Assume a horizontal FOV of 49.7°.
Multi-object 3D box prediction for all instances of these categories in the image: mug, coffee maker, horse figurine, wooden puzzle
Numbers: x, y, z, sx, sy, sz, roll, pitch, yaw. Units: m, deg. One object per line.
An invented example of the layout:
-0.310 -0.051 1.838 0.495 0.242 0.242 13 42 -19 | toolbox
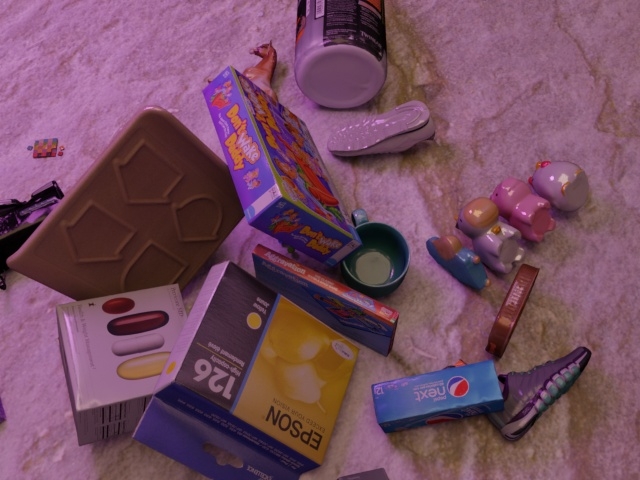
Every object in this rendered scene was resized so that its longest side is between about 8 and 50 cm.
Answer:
0.104 0.030 1.314 0.129 0.097 0.158 14 68 5 | mug
-0.568 -0.012 1.359 0.178 0.120 0.171 -25 84 -13 | coffee maker
-0.161 -0.330 1.569 0.174 0.066 0.263 -16 57 -2 | horse figurine
-0.608 -0.205 1.528 0.083 0.006 0.049 -6 58 -3 | wooden puzzle
-0.308 -0.031 1.189 0.348 0.322 0.080 -47 52 0 | wooden puzzle

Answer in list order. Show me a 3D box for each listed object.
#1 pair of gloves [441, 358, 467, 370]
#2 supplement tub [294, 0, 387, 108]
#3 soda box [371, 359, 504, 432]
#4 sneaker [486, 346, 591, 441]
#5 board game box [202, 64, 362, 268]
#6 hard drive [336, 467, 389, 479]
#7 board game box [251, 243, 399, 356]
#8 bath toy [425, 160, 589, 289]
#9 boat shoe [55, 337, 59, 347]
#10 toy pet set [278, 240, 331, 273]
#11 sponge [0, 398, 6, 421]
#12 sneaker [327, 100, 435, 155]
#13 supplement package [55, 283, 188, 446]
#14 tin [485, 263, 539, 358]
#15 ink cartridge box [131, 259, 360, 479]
0.245 0.253 1.221 0.074 0.010 0.083 -37 47 -14 | pair of gloves
0.047 -0.489 1.582 0.207 0.207 0.338 1 58 1 | supplement tub
0.197 0.265 1.165 0.210 0.067 0.071 -14 57 10 | soda box
0.372 0.241 1.201 0.223 0.083 0.098 -37 60 -19 | sneaker
-0.074 -0.136 1.267 0.078 0.233 0.347 -38 52 19 | board game box
0.088 0.431 1.088 0.094 0.022 0.135 1 46 -35 | hard drive
0.006 0.109 1.247 0.281 0.145 0.027 26 62 15 | board game box
0.375 -0.054 1.363 0.348 0.151 0.129 -34 29 -19 | bath toy
-0.430 0.216 1.243 0.043 0.049 0.137 -31 58 -20 | boat shoe
0.000 0.000 1.379 0.122 0.065 0.114 45 103 27 | toy pet set
-0.667 0.303 1.198 0.210 0.031 0.117 -23 61 -13 | sponge
0.131 -0.219 1.491 0.235 0.095 0.090 -12 61 16 | sneaker
-0.320 0.204 1.159 0.203 0.149 0.194 -10 58 -24 | supplement package
0.349 0.125 1.256 0.040 0.106 0.190 25 61 16 | tin
-0.101 0.237 1.117 0.303 0.072 0.307 37 54 -25 | ink cartridge box
